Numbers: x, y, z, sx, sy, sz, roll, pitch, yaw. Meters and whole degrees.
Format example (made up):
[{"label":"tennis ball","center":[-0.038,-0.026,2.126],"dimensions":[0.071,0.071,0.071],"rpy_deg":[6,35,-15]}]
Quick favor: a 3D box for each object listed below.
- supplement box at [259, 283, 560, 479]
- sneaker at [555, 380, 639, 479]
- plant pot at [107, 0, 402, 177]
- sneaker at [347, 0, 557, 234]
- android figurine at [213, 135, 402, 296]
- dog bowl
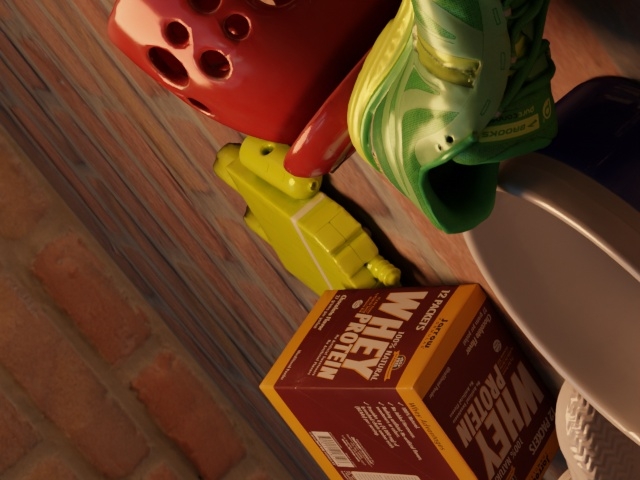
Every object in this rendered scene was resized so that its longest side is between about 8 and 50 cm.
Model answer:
[{"label":"supplement box","center":[0.089,0.153,1.775],"dimensions":[0.194,0.129,0.191],"rpy_deg":[-4,131,45]},{"label":"sneaker","center":[0.238,0.198,1.539],"dimensions":[0.210,0.137,0.366],"rpy_deg":[27,159,50]},{"label":"plant pot","center":[-0.015,-0.148,1.245],"dimensions":[0.174,0.191,0.191],"rpy_deg":[42,167,1]},{"label":"sneaker","center":[0.095,-0.112,1.052],"dimensions":[0.123,0.109,0.295],"rpy_deg":[56,157,25]},{"label":"android figurine","center":[0.000,0.000,1.912],"dimensions":[0.273,0.056,0.248],"rpy_deg":[35,162,45]},{"label":"dog bowl","center":[0.213,0.030,1.205],"dimensions":[0.265,0.104,0.265],"rpy_deg":[45,166,14]}]
